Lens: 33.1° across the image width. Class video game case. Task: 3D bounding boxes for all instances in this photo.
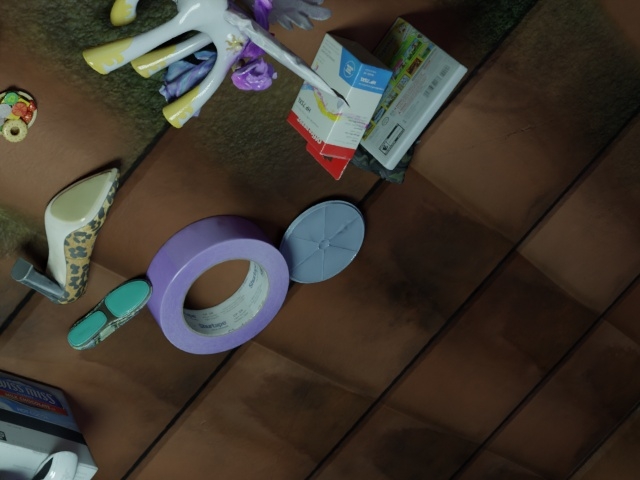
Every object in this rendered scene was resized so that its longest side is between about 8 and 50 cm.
[{"bbox_3d":[0.138,-0.272,1.970,0.026,0.206,0.227,23,108,-45],"label":"video game case"}]

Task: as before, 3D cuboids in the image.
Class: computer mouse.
[{"bbox_3d":[-0.492,0.451,1.897,0.106,0.042,0.193,25,109,-42],"label":"computer mouse"}]

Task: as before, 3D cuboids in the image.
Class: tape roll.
[{"bbox_3d":[-0.202,0.089,2.109,0.274,0.090,0.275,-18,131,-21],"label":"tape roll"}]

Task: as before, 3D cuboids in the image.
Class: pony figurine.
[{"bbox_3d":[-0.140,-0.340,1.707,0.363,0.303,0.351,-33,140,19],"label":"pony figurine"}]

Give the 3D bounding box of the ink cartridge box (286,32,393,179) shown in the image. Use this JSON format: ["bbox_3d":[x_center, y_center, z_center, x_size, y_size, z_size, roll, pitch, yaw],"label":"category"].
[{"bbox_3d":[0.023,-0.242,1.967,0.078,0.134,0.231,7,118,-39],"label":"ink cartridge box"}]

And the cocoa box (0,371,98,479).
[{"bbox_3d":[-0.629,0.381,1.946,0.347,0.228,0.231,29,106,-44],"label":"cocoa box"}]

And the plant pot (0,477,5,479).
[{"bbox_3d":[-0.597,0.542,1.746,0.323,0.323,0.280,4,106,-37],"label":"plant pot"}]

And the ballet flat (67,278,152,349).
[{"bbox_3d":[-0.396,0.141,2.048,0.188,0.070,0.070,-35,136,-4],"label":"ballet flat"}]

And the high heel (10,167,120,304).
[{"bbox_3d":[-0.416,-0.005,1.914,0.261,0.093,0.186,-50,154,-3],"label":"high heel"}]

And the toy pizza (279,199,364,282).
[{"bbox_3d":[0.000,0.000,2.217,0.201,0.032,0.201,-18,130,-22],"label":"toy pizza"}]

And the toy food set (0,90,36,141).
[{"bbox_3d":[-0.496,-0.202,1.727,0.083,0.020,0.082,-50,135,10],"label":"toy food set"}]

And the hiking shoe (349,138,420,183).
[{"bbox_3d":[0.103,-0.194,2.112,0.227,0.086,0.114,19,100,-49],"label":"hiking shoe"}]
